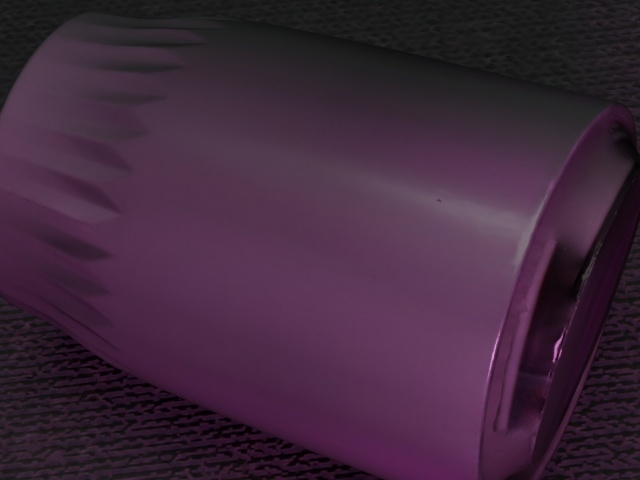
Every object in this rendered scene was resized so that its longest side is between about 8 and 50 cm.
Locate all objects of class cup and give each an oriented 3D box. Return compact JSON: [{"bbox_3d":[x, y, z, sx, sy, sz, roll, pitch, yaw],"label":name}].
[{"bbox_3d":[0.000,0.000,1.186,0.372,0.253,0.253,17,53,21],"label":"cup"}]
